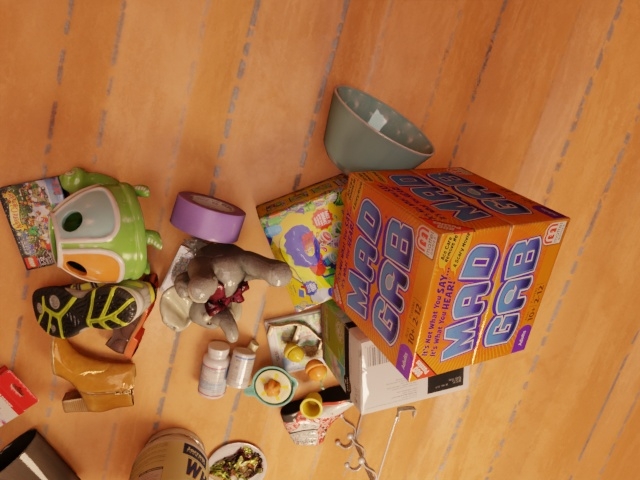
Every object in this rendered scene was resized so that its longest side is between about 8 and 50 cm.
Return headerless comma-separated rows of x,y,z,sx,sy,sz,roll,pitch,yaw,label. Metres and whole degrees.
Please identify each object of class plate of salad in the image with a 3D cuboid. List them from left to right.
-0.276,0.759,1.668,0.200,0.048,0.199,-2,105,-9,plate of salad

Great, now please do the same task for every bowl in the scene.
0.132,-0.259,1.349,0.312,0.311,0.163,26,118,-15,bowl

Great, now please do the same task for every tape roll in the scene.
-0.302,-0.064,1.362,0.189,0.189,0.080,16,101,-13,tape roll

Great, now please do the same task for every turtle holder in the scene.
-0.554,-0.048,1.271,0.227,0.243,0.320,-8,88,-33,turtle holder

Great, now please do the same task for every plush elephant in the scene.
-0.276,0.151,1.358,0.272,0.330,0.255,-12,116,-37,plush elephant

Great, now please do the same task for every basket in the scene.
-0.848,0.707,1.508,0.204,0.154,0.227,-35,111,2,basket

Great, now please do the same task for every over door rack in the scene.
0.149,0.590,1.596,0.108,0.239,0.324,20,102,-20,over door rack

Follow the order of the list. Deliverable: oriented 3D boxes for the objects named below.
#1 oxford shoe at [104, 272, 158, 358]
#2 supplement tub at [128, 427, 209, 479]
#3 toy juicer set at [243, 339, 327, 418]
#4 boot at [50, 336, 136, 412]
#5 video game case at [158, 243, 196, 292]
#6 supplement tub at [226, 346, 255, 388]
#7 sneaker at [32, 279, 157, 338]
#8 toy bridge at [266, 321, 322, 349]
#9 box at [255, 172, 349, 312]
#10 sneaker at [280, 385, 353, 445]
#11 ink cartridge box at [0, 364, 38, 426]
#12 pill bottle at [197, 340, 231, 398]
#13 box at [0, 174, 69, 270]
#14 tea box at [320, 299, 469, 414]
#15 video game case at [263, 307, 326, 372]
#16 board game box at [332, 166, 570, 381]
-0.543,0.209,1.449,0.098,0.097,0.271,22,100,-8,oxford shoe
-0.450,0.735,1.486,0.235,0.325,0.235,-2,106,-9,supplement tub
-0.136,0.408,1.538,0.329,0.089,0.209,14,103,5,toy juicer set
-0.656,0.371,1.479,0.211,0.104,0.295,-6,111,-13,boot
-0.377,0.109,1.485,0.143,0.019,0.157,26,99,-16,video game case
-0.239,0.381,1.514,0.071,0.071,0.107,14,94,-13,supplement tub
-0.617,0.177,1.375,0.385,0.147,0.145,-2,99,22,sneaker
-0.073,0.284,1.557,0.188,0.026,0.063,18,99,-13,toy bridge
0.000,0.000,1.439,0.279,0.177,0.290,-22,108,-4,box
0.016,0.574,1.646,0.270,0.090,0.145,-17,108,-1,sneaker
-0.939,0.461,1.458,0.231,0.078,0.134,-31,109,0,ink cartridge box
-0.321,0.393,1.539,0.087,0.087,0.160,9,103,-12,pill bottle
-0.747,-0.048,1.367,0.159,0.044,0.233,-13,107,-6,box
0.202,0.289,1.454,0.329,0.323,0.220,-8,106,-18,tea box
-0.057,0.319,1.596,0.212,0.023,0.193,-11,107,-6,video game case
0.282,0.053,1.210,0.356,0.356,0.356,-7,118,-27,board game box
